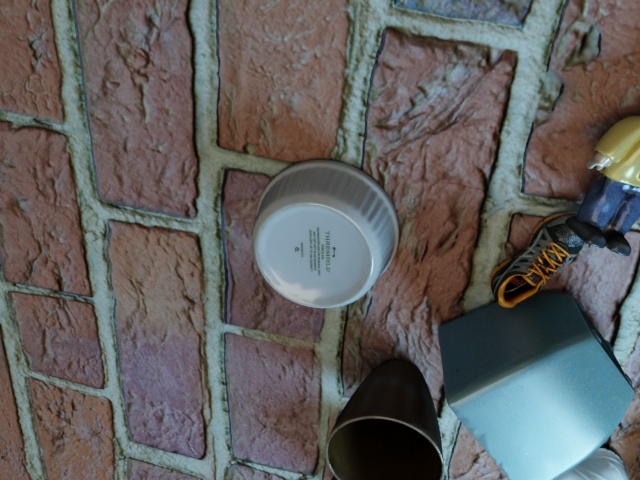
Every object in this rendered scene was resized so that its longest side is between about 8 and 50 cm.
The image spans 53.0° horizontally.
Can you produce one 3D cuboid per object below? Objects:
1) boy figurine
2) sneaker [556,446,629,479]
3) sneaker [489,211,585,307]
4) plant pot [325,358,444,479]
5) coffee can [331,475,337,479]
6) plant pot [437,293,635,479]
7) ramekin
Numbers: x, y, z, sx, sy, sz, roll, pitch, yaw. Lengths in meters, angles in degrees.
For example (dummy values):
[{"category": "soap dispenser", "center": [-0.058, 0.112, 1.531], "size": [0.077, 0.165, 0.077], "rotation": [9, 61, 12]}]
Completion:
[{"category": "boy figurine", "center": [0.497, -0.118, 0.969], "size": [0.177, 0.092, 0.285], "rotation": [19, 114, -15]}, {"category": "sneaker", "center": [0.499, 0.470, 1.251], "size": [0.297, 0.129, 0.111], "rotation": [18, 129, -27]}, {"category": "sneaker", "center": [0.379, 0.041, 1.105], "size": [0.084, 0.083, 0.214], "rotation": [36, 120, -4]}, {"category": "plant pot", "center": [0.138, 0.343, 1.250], "size": [0.216, 0.230, 0.215], "rotation": [6, 120, 11]}, {"category": "coffee can", "center": [0.174, 0.602, 1.402], "size": [0.202, 0.201, 0.275], "rotation": [-35, 105, 28]}, {"category": "plant pot", "center": [0.386, 0.238, 1.129], "size": [0.252, 0.247, 0.247], "rotation": [-34, 105, 19]}, {"category": "ramekin", "center": [0.000, 0.000, 1.157], "size": [0.273, 0.127, 0.272], "rotation": [7, 120, 12]}]
